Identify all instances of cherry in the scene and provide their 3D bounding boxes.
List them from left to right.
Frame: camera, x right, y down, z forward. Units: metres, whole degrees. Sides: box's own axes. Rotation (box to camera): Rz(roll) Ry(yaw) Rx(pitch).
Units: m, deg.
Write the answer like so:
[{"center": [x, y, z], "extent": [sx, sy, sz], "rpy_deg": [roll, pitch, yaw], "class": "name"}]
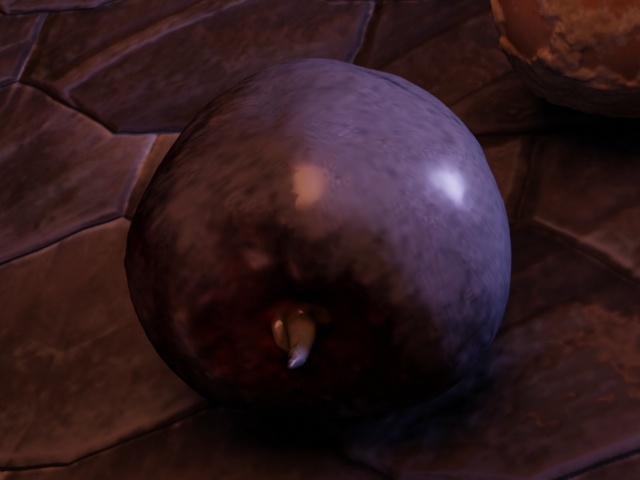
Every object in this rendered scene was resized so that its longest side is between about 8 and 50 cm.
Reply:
[{"center": [0.000, 0.000, 1.126], "extent": [0.255, 0.218, 0.296], "rpy_deg": [-11, 39, 18], "class": "cherry"}]

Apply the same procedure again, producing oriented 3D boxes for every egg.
[{"center": [0.239, -0.196, 1.245], "extent": [0.245, 0.203, 0.203], "rpy_deg": [-30, 45, -23], "class": "egg"}]
